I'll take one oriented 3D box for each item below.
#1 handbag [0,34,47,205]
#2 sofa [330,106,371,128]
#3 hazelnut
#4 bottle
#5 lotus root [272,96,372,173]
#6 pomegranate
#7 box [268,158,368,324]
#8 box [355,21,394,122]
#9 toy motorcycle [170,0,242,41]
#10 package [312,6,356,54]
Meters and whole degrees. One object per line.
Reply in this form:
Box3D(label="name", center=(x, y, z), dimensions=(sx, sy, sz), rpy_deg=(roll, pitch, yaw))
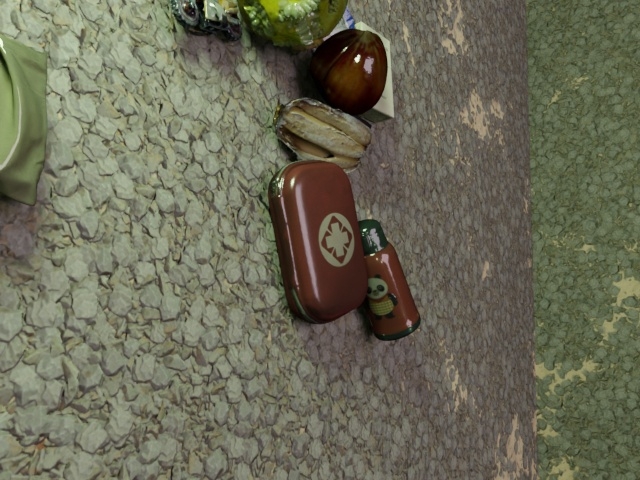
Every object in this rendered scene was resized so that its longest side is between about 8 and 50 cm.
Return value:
Box3D(label="handbag", center=(-0.529, -0.205, 0.796), dimensions=(0.315, 0.109, 0.254), rpy_deg=(16, 67, -44))
Box3D(label="sofa", center=(0.073, -0.319, 1.649), dimensions=(0.147, 0.060, 0.085), rpy_deg=(20, 85, -49))
Box3D(label="hazelnut", center=(0.085, -0.444, 1.510), dimensions=(0.229, 0.229, 0.230), rpy_deg=(13, 74, -51))
Box3D(label="bottle", center=(0.163, 0.103, 1.619), dimensions=(0.144, 0.143, 0.336), rpy_deg=(-38, 111, -49))
Box3D(label="lotus root", center=(-0.007, -0.276, 1.500), dimensions=(0.329, 0.078, 0.167), rpy_deg=(19, 102, -46))
Box3D(label="pomegranate", center=(-0.061, -0.565, 1.370), dimensions=(0.341, 0.260, 0.261), rpy_deg=(73, 22, -70))
Box3D(label="box", center=(0.000, 0.000, 1.437), dimensions=(0.263, 0.108, 0.404), rpy_deg=(-16, 97, -48))
Box3D(label="box", center=(0.148, -0.504, 1.759), dimensions=(0.164, 0.069, 0.257), rpy_deg=(9, 76, -51))
Box3D(label="toy motorcycle", center=(-0.241, -0.505, 1.238), dimensions=(0.229, 0.093, 0.130), rpy_deg=(-17, 92, -62))
Box3D(label="package", center=(0.039, -0.565, 1.623), dimensions=(0.173, 0.027, 0.171), rpy_deg=(-34, 107, -24))
